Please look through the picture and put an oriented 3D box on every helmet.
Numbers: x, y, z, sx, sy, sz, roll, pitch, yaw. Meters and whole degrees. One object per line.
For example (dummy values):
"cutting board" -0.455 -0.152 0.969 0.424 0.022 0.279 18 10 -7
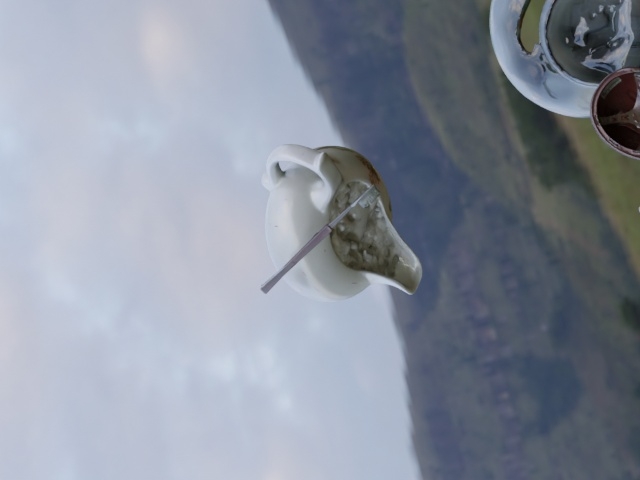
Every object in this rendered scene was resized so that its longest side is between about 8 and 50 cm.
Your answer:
"helmet" 0.332 -0.121 1.661 0.111 0.089 0.057 43 -175 26

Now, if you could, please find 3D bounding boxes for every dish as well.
"dish" 0.429 -0.336 2.520 0.124 0.324 0.324 -90 -21 -74

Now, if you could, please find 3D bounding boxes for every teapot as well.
"teapot" 0.016 -0.026 2.114 0.298 0.139 0.204 43 -116 -43

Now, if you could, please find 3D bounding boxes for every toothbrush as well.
"toothbrush" -0.002 -0.001 2.012 0.017 0.194 0.014 48 -169 -7
